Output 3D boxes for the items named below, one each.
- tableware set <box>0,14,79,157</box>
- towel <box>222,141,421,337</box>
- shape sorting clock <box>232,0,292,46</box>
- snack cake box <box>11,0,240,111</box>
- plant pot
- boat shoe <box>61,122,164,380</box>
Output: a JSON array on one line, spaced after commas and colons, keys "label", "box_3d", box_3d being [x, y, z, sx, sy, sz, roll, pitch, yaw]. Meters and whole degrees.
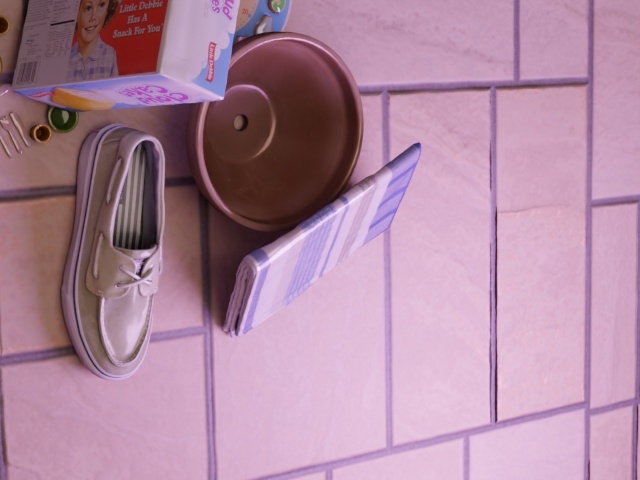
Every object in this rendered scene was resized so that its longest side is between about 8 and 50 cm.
[{"label": "tableware set", "box_3d": [-0.335, -0.175, 1.437, 0.104, 0.024, 0.154, -36, 114, -26]}, {"label": "towel", "box_3d": [0.000, 0.000, 1.608, 0.285, 0.209, 0.034, -36, 74, -25]}, {"label": "shape sorting clock", "box_3d": [-0.120, -0.303, 1.560, 0.206, 0.040, 0.206, -5, 99, -34]}, {"label": "snack cake box", "box_3d": [-0.206, -0.225, 1.360, 0.089, 0.264, 0.152, 18, 79, -44]}, {"label": "plant pot", "box_3d": [-0.073, -0.136, 1.566, 0.237, 0.110, 0.237, -10, 107, -34]}, {"label": "boat shoe", "box_3d": [-0.233, 0.017, 1.489, 0.109, 0.094, 0.302, -5, 99, -34]}]
